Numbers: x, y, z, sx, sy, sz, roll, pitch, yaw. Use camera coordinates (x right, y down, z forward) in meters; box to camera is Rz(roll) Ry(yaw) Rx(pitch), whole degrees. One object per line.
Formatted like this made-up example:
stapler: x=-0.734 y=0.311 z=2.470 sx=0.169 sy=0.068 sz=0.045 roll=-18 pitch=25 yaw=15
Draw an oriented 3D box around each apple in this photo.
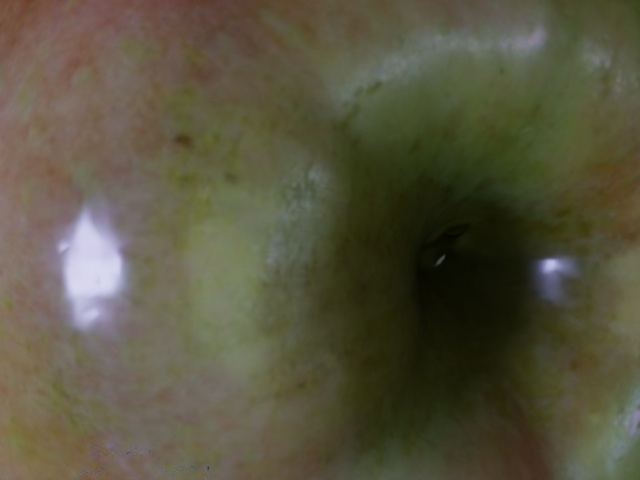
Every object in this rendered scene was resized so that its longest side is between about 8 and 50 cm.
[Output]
apple: x=0.000 y=0.000 z=0.651 sx=0.319 sy=0.277 sz=0.319 roll=-6 pitch=103 yaw=-29
